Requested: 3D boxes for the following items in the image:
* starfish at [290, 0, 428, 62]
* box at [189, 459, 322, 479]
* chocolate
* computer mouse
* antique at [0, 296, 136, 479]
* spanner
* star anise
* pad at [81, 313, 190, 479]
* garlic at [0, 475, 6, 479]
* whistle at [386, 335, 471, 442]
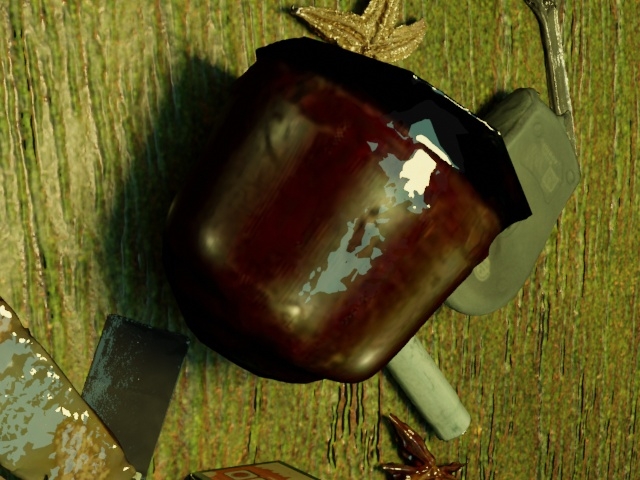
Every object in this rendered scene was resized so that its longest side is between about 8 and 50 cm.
[{"bbox_3d":[0.052,-0.248,1.477,0.227,0.043,0.240,-4,100,-30],"label":"starfish"},{"bbox_3d":[-0.068,0.392,1.384,0.148,0.177,0.195,-2,96,-33],"label":"box"},{"bbox_3d":[0.000,0.000,1.281,0.383,0.383,0.331,38,74,-30],"label":"chocolate"},{"bbox_3d":[0.241,-0.057,1.573,0.371,0.122,0.188,-51,121,-25],"label":"computer mouse"},{"bbox_3d":[-0.322,0.194,1.232,0.150,0.125,0.284,-49,116,-18],"label":"antique"},{"bbox_3d":[0.352,-0.274,1.679,0.093,0.026,0.325,-19,107,-31],"label":"spanner"},{"bbox_3d":[0.137,0.354,1.586,0.212,0.053,0.157,37,75,-31],"label":"star anise"},{"bbox_3d":[-0.234,0.194,1.360,0.116,0.004,0.193,21,84,-31],"label":"pad"},{"bbox_3d":[-0.415,0.355,1.162,0.325,0.132,0.279,0,106,-26],"label":"garlic"},{"bbox_3d":[0.110,0.151,1.544,0.062,0.062,0.312,-45,116,-21],"label":"whistle"}]
